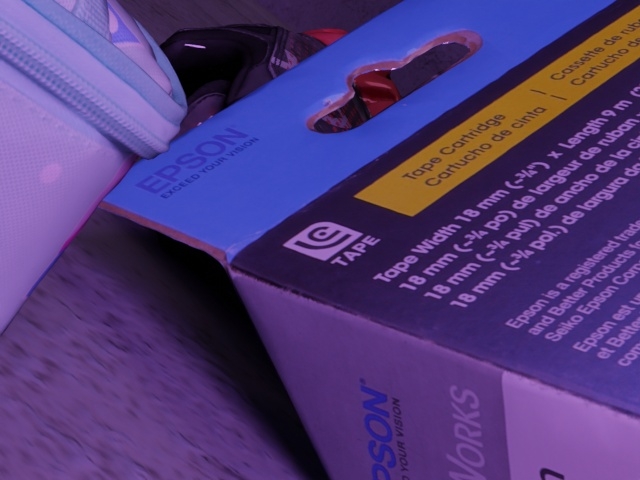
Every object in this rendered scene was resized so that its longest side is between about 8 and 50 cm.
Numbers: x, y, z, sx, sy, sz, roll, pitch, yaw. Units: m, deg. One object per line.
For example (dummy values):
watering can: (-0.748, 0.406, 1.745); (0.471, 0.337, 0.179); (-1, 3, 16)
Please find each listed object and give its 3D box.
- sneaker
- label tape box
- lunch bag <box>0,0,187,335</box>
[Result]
sneaker: (0.000, 0.000, 0.758); (0.135, 0.097, 0.276); (13, 34, -37)
label tape box: (0.126, 0.018, 0.601); (0.334, 0.240, 0.106); (19, -50, 39)
lunch bag: (-0.164, -0.098, 0.449); (0.224, 0.108, 0.279); (32, 10, -45)
